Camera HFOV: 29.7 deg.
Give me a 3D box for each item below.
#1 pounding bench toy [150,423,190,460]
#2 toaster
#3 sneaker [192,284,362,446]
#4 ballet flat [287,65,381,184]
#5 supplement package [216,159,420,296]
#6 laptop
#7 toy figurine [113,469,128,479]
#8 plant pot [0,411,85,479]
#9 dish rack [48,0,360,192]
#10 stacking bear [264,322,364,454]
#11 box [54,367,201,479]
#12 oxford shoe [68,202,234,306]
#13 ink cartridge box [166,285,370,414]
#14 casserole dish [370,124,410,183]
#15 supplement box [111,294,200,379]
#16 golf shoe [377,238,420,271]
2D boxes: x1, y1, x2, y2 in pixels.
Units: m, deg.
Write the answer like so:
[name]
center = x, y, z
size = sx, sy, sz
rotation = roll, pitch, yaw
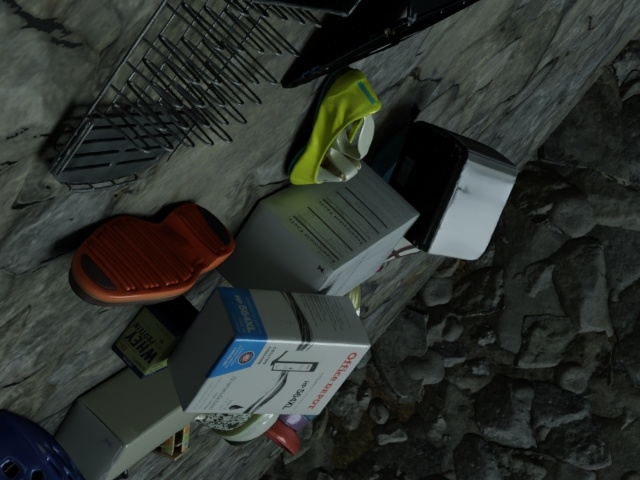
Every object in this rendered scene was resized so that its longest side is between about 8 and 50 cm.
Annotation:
[pounding bench toy]
center = -0.262, 0.316, 1.998
size = 0.052, 0.083, 0.065
rotation = -27, 126, -66
[toaster]
center = 0.178, -0.079, 1.737
size = 0.110, 0.168, 0.185
rotation = 15, 104, -29
[sneaker]
center = -0.088, 0.170, 1.931
size = 0.182, 0.158, 0.410
rotation = 10, 120, -56
[ballet flat]
center = 0.019, -0.115, 1.436
size = 0.077, 0.077, 0.231
rotation = -40, 168, -31
[supplement package]
center = 0.000, 0.000, 1.621
size = 0.244, 0.134, 0.139
rotation = -31, 161, -54
[laptop]
center = 0.089, -0.289, 1.251
size = 0.264, 0.136, 0.234
rotation = -23, -175, 38
[toy figurine]
center = -0.326, 0.421, 1.721
size = 0.148, 0.209, 0.213
rotation = -24, 167, -21
[plant pot]
center = -0.354, 0.361, 1.388
size = 0.236, 0.212, 0.236
rotation = -44, 170, -12
[dish rack]
center = -0.094, -0.133, 0.967
size = 0.271, 0.074, 0.208
rotation = -50, 168, 19
[stacking bear]
center = -0.035, 0.251, 2.360
size = 0.289, 0.175, 0.164
rotation = -54, 178, -12
[box]
center = -0.229, 0.220, 1.654
size = 0.275, 0.094, 0.113
rotation = -31, 160, -53
[oxford shoe]
center = -0.178, 0.035, 1.206
size = 0.098, 0.097, 0.271
rotation = -44, 170, 20
[ink cartridge box]
center = -0.062, 0.139, 1.483
size = 0.203, 0.086, 0.148
rotation = 7, 133, -35
[casserole dish]
center = 0.123, -0.127, 1.884
size = 0.114, 0.037, 0.188
rotation = -46, 168, -2
[supplement box]
center = -0.199, 0.117, 1.500
size = 0.083, 0.056, 0.083
rotation = -50, 168, 19
[golf shoe]
center = 0.099, -0.003, 1.972
size = 0.120, 0.105, 0.273
rotation = -20, 166, -47
